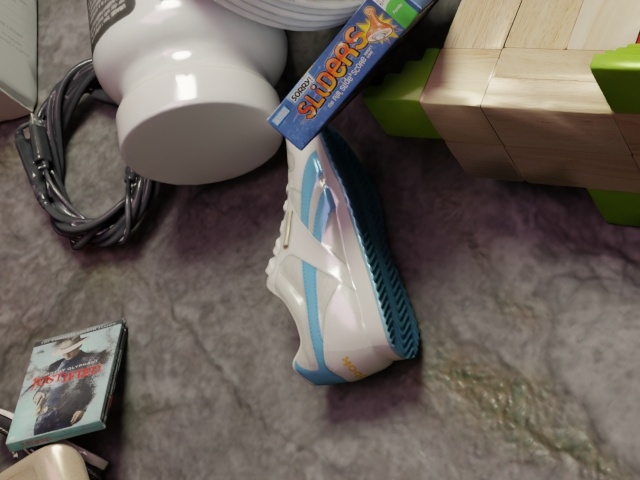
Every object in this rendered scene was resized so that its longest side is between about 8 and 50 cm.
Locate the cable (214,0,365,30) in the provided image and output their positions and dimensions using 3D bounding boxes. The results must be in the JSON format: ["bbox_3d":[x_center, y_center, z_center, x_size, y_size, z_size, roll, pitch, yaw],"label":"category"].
[{"bbox_3d":[-0.037,-0.288,1.133,0.089,0.257,0.257,-39,17,47],"label":"cable"}]

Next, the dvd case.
[{"bbox_3d":[-0.206,0.117,1.172,0.087,0.013,0.119,-15,35,16],"label":"dvd case"}]

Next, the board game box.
[{"bbox_3d":[0.040,-0.150,1.062,0.035,0.201,0.136,41,113,-1],"label":"board game box"}]

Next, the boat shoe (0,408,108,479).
[{"bbox_3d":[-0.232,0.174,1.182,0.125,0.046,0.038,21,77,24],"label":"boat shoe"}]

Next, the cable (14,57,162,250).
[{"bbox_3d":[-0.189,-0.075,1.261,0.150,0.047,0.184,-32,58,7],"label":"cable"}]

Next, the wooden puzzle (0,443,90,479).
[{"bbox_3d":[-0.262,0.304,1.123,0.238,0.044,0.221,-30,65,21],"label":"wooden puzzle"}]

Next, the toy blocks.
[{"bbox_3d":[0.252,-0.166,0.993,0.381,0.191,0.261,7,62,34],"label":"toy blocks"}]

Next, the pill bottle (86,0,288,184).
[{"bbox_3d":[-0.114,-0.198,1.192,0.162,0.162,0.278,-19,63,21],"label":"pill bottle"}]

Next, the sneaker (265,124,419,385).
[{"bbox_3d":[0.000,0.000,1.100,0.092,0.087,0.229,-25,59,20],"label":"sneaker"}]

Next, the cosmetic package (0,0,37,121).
[{"bbox_3d":[-0.401,-0.296,1.393,0.217,0.156,0.385,-13,64,23],"label":"cosmetic package"}]
